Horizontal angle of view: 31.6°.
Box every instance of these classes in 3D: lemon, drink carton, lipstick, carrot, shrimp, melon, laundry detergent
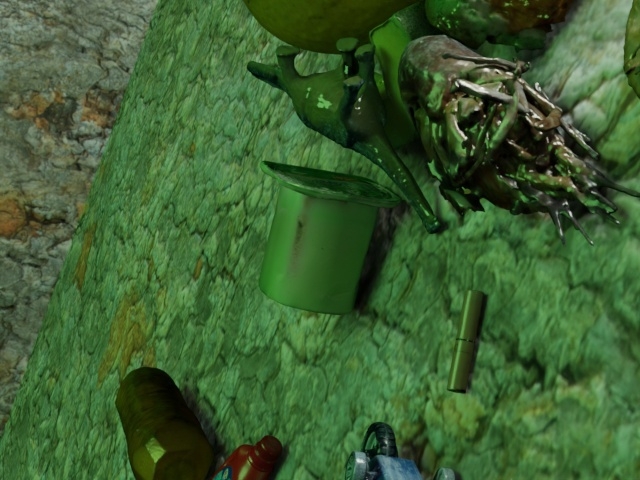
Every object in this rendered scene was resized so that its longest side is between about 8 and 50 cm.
[{"bbox_3d":[0.025,-0.341,1.305,0.310,0.257,0.258,-10,64,59],"label":"lemon"},{"bbox_3d":[0.000,0.000,1.266,0.144,0.146,0.142,-140,62,-67],"label":"drink carton"},{"bbox_3d":[0.132,0.091,1.029,0.019,0.019,0.094,-17,57,64],"label":"lipstick"},{"bbox_3d":[-0.226,0.274,1.607,0.114,0.114,0.302,-69,20,6],"label":"carrot"},{"bbox_3d":[0.159,-0.092,0.983,0.343,0.116,0.145,-131,26,-54],"label":"shrimp"},{"bbox_3d":[0.082,-0.170,1.233,0.064,0.118,0.209,-40,4,-28],"label":"melon"},{"bbox_3d":[-0.095,0.288,1.375,0.165,0.049,0.097,-53,27,33],"label":"laundry detergent"}]

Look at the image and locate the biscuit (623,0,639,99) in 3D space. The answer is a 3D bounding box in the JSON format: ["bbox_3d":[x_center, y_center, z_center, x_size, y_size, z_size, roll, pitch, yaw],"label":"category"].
[{"bbox_3d":[0.299,-0.184,0.833,0.220,0.033,0.220,-47,33,44],"label":"biscuit"}]

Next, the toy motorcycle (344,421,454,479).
[{"bbox_3d":[0.058,0.258,0.986,0.254,0.092,0.136,-113,36,-71],"label":"toy motorcycle"}]

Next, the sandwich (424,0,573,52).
[{"bbox_3d":[0.176,-0.275,1.094,0.160,0.109,0.185,-60,25,32],"label":"sandwich"}]

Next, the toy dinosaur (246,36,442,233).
[{"bbox_3d":[0.014,-0.147,1.218,0.363,0.076,0.147,41,149,39],"label":"toy dinosaur"}]
